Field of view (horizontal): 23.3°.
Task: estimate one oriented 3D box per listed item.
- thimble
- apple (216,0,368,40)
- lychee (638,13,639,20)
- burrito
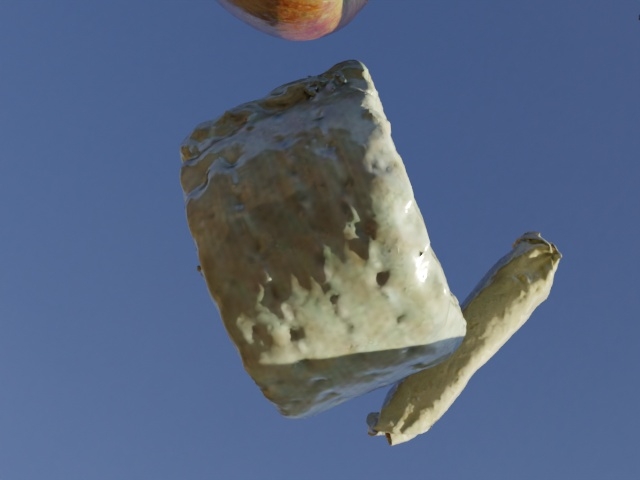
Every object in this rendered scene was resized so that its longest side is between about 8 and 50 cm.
[{"bbox_3d":[0.000,0.000,1.384,0.195,0.291,0.292,-23,-69,4],"label":"thimble"},{"bbox_3d":[-0.028,-0.302,1.507,0.188,0.211,0.211,37,-44,11],"label":"apple"},{"bbox_3d":[0.296,-0.129,0.724,0.300,0.300,0.300,20,-48,25],"label":"lychee"},{"bbox_3d":[0.149,0.106,1.610,0.059,0.275,0.082,40,-1,-14],"label":"burrito"}]
